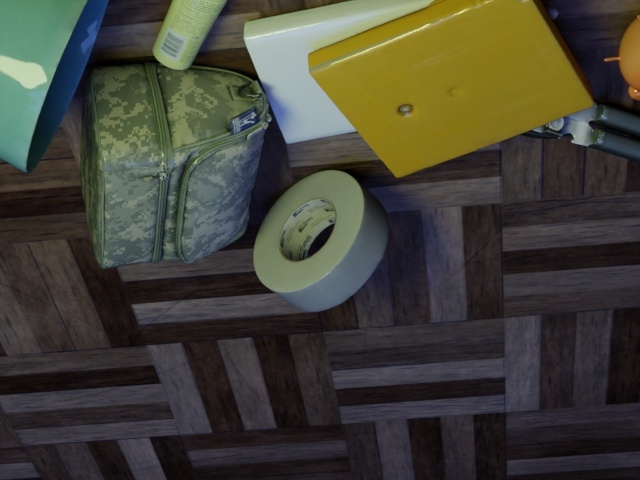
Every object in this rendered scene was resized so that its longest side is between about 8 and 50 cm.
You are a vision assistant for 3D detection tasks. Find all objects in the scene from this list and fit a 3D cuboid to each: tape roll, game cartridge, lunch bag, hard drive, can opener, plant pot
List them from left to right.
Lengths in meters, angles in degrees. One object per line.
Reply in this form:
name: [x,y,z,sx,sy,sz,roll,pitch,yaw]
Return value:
plant pot: [-0.432,-0.266,1.810,0.235,0.293,0.293,22,138,-5]
lunch bag: [-0.215,-0.114,2.065,0.256,0.212,0.305,-7,143,-15]
tape roll: [0.000,0.000,2.192,0.219,0.219,0.072,-26,136,28]
hard drive: [0.092,-0.256,2.009,0.353,0.047,0.233,-10,141,10]
game cartridge: [0.188,-0.228,1.968,0.324,0.052,0.285,-20,142,20]
can opener: [0.425,-0.171,2.121,0.280,0.074,0.093,14,174,-16]

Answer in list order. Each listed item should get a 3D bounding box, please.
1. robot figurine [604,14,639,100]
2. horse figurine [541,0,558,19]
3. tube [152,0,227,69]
robot figurine: [0.515,-0.254,1.958,0.219,0.128,0.158,15,179,-19]
horse figurine: [0.294,-0.379,1.824,0.174,0.066,0.263,3,158,35]
tube: [-0.159,-0.337,1.898,0.070,0.062,0.240,-28,158,-45]
